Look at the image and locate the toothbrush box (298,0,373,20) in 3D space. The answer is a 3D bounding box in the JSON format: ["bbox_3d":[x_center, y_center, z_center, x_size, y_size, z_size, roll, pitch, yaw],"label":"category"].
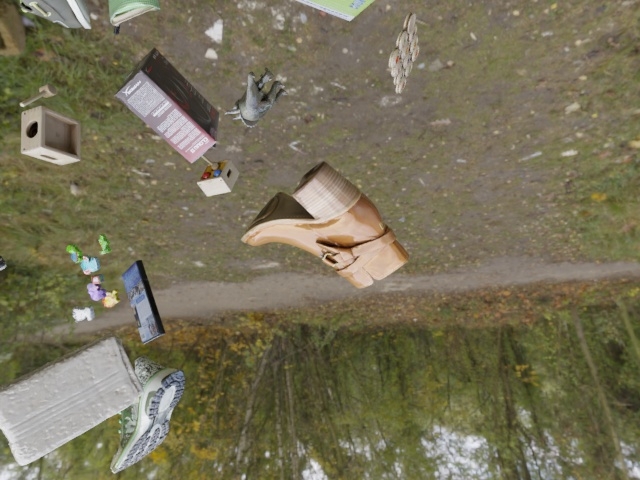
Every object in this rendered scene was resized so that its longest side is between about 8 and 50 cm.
[{"bbox_3d":[0.002,-0.512,0.753,0.206,0.122,0.283,15,-164,-11],"label":"toothbrush box"}]

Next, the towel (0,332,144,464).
[{"bbox_3d":[-0.574,0.354,0.959,0.282,0.187,0.049,-25,-163,-30],"label":"towel"}]

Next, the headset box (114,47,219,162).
[{"bbox_3d":[-0.418,-0.382,1.217,0.110,0.218,0.293,-34,126,17],"label":"headset box"}]

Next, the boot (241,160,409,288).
[{"bbox_3d":[0.000,0.000,0.752,0.220,0.109,0.283,44,133,-18],"label":"boot"}]

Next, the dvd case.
[{"bbox_3d":[-0.587,0.207,1.376,0.022,0.253,0.180,-14,170,-43],"label":"dvd case"}]

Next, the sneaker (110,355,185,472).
[{"bbox_3d":[-0.574,0.537,1.320,0.182,0.410,0.158,32,-169,25],"label":"sneaker"}]

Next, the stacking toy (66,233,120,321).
[{"bbox_3d":[-0.641,0.103,1.172,0.052,0.221,0.167,-6,-171,0],"label":"stacking toy"}]

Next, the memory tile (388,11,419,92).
[{"bbox_3d":[0.174,-0.379,0.854,0.012,0.113,0.148,23,-179,19],"label":"memory tile"}]

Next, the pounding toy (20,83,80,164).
[{"bbox_3d":[-0.814,-0.349,1.220,0.094,0.206,0.181,-8,171,19],"label":"pounding toy"}]

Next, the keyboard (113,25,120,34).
[{"bbox_3d":[-0.686,-0.817,1.459,0.038,0.100,0.192,12,115,-28],"label":"keyboard"}]

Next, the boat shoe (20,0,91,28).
[{"bbox_3d":[-0.450,-0.415,0.661,0.091,0.109,0.305,-21,-169,-10],"label":"boat shoe"}]

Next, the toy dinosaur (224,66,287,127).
[{"bbox_3d":[-0.181,-0.402,1.207,0.121,0.160,0.313,34,-176,-18],"label":"toy dinosaur"}]

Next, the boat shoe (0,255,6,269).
[{"bbox_3d":[-0.996,0.086,1.229,0.046,0.038,0.125,14,-150,22],"label":"boat shoe"}]

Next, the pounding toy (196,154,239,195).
[{"bbox_3d":[-0.393,-0.255,1.562,0.130,0.141,0.100,-8,136,22],"label":"pounding toy"}]

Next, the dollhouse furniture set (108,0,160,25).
[{"bbox_3d":[-0.478,-0.724,1.071,0.301,0.197,0.151,-11,171,17],"label":"dollhouse furniture set"}]
